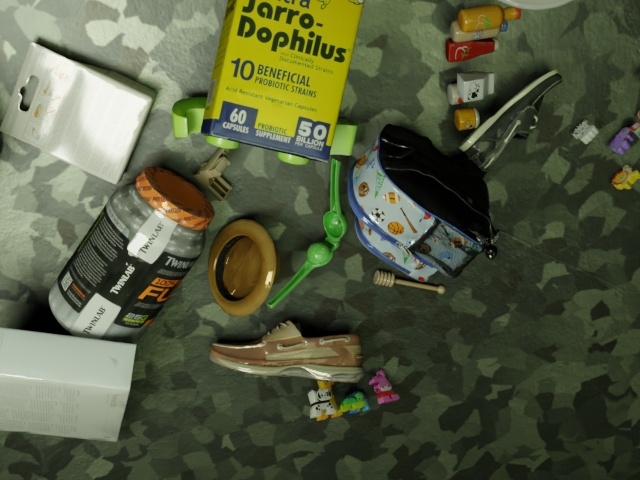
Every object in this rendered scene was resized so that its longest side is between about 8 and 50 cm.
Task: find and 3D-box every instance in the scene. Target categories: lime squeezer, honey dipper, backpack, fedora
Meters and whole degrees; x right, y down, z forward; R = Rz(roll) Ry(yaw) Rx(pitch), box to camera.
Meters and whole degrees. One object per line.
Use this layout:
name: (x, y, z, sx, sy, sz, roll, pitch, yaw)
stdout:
lime squeezer: (0.000, 0.000, 1.602, 0.058, 0.110, 0.311, 28, 97, 22)
honey dipper: (0.189, 0.090, 1.724, 0.160, 0.030, 0.031, 11, 114, -16)
backpack: (0.176, -0.076, 1.528, 0.263, 0.277, 0.213, 37, 119, -19)
fedora: (-0.137, 0.054, 1.607, 0.079, 0.194, 0.194, 3, 122, -50)

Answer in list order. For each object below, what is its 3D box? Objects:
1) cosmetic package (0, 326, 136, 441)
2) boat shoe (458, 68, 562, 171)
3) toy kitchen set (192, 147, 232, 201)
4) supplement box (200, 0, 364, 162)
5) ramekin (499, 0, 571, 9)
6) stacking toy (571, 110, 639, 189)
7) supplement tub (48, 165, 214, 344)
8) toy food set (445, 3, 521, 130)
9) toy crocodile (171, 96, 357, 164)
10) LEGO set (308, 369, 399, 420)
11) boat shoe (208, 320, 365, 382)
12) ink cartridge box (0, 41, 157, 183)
cosmetic package: (-0.510, 0.282, 1.565, 0.284, 0.098, 0.377, 11, 150, -12)
boat shoe: (0.367, -0.226, 1.544, 0.233, 0.084, 0.079, -43, 88, -2)
toy kitchen set: (-0.177, -0.127, 1.541, 0.075, 0.083, 0.068, 45, 61, -25)
supplement box: (-0.058, -0.323, 1.332, 0.194, 0.195, 0.357, 11, 95, -14)
ramekin: (0.347, -0.521, 1.369, 0.272, 0.127, 0.273, -2, 105, -8)
stacking toy: (0.624, -0.227, 1.625, 0.167, 0.052, 0.221, 39, 103, -25)
supplement tub: (-0.343, 0.031, 1.520, 0.193, 0.194, 0.316, 31, 108, -21)
toy food set: (0.292, -0.319, 1.490, 0.104, 0.111, 0.232, -10, 124, -6)
toy crocodile: (-0.098, -0.205, 1.490, 0.340, 0.105, 0.115, 10, 114, -14)
LEGO set: (0.047, 0.327, 1.786, 0.227, 0.093, 0.087, -3, 157, -36)
boat shoe: (-0.067, 0.227, 1.717, 0.324, 0.123, 0.117, 5, 82, -2)
ink cartridge box: (-0.428, -0.227, 1.466, 0.224, 0.056, 0.181, 25, 110, -9)
